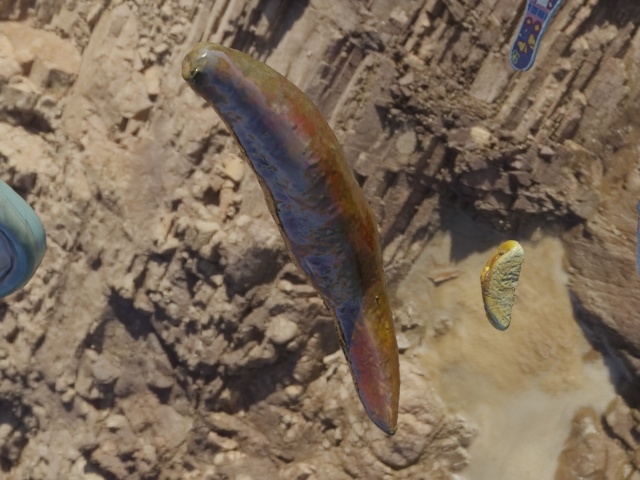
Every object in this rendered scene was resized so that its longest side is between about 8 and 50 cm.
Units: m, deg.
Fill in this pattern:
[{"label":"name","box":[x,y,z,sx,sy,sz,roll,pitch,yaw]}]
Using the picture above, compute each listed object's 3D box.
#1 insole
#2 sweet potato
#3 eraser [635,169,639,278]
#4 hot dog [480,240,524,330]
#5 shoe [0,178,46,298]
[{"label":"insole","box":[0.327,-0.345,0.994,0.065,0.004,0.197,52,143,36]},{"label":"sweet potato","box":[0.003,-0.003,0.386,0.058,0.255,0.078,-15,27,19]},{"label":"eraser","box":[0.305,-0.059,0.349,0.331,0.331,0.150,27,75,40]},{"label":"hot dog","box":[0.172,0.043,0.646,0.030,0.034,0.090,-99,17,-77]},{"label":"shoe","box":[-0.209,-0.026,0.289,0.079,0.195,0.078,-41,37,6]}]
